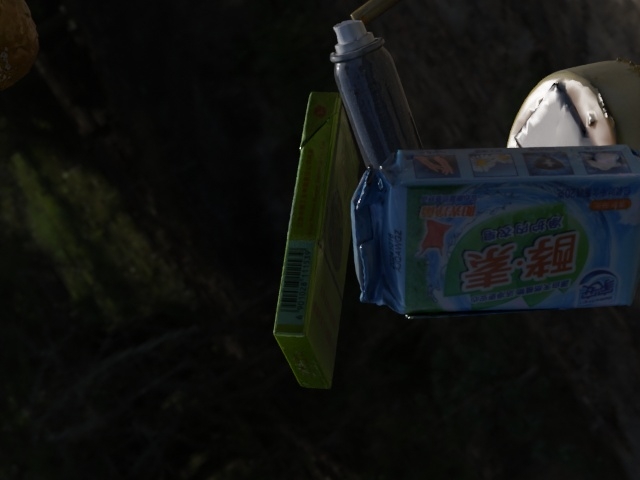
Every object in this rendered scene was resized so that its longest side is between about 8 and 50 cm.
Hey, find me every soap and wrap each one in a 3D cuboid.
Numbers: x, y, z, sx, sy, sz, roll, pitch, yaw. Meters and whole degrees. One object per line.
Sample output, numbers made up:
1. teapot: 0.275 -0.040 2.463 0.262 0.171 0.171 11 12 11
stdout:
1. soap: 0.175 -0.010 1.238 0.077 0.293 0.156 -94 1 -58

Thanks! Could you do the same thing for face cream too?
1. face cream: 0.079 -0.126 1.576 0.283 0.073 0.073 69 167 -15

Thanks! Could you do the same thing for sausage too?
1. sausage: 0.095 -0.304 1.614 0.024 0.132 0.024 55 -179 -1

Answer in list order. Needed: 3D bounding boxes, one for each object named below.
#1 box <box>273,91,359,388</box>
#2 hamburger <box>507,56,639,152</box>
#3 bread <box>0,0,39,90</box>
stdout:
1. box: 0.000 0.000 1.680 0.187 0.047 0.335 68 -153 -62
2. hamburger: 0.394 -0.111 1.846 0.294 0.179 0.276 -59 45 43
3. bread: -0.421 -0.235 1.427 0.240 0.240 0.139 82 -173 -69
